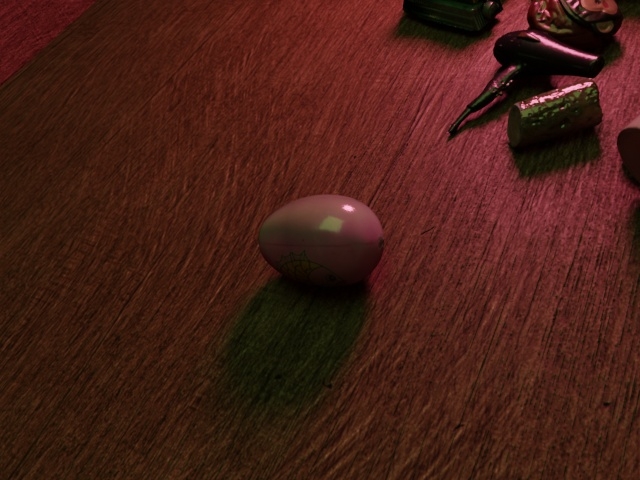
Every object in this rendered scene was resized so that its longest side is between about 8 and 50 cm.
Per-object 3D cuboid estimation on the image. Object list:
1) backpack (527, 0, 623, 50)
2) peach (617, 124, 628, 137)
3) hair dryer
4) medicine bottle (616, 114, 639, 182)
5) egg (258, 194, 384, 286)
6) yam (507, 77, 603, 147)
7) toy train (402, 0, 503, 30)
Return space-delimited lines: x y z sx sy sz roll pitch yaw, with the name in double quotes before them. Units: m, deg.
"backpack" 0.641 -0.576 1.471 0.229 0.139 0.230 -3 67 8
"peach" 0.662 -0.206 1.185 0.083 0.083 0.083 -10 49 12
"hair dryer" 0.460 -0.363 1.384 0.359 0.120 0.304 -43 42 -2
"medicine bottle" 0.761 -0.245 1.043 0.371 0.211 0.211 -38 48 2
"egg" 0.000 0.000 1.183 0.271 0.196 0.196 4 52 40
"yam" 0.518 -0.281 1.284 0.194 0.107 0.107 -17 48 8
"toy train" 0.371 -0.732 1.669 0.138 0.178 0.330 -41 49 -16
